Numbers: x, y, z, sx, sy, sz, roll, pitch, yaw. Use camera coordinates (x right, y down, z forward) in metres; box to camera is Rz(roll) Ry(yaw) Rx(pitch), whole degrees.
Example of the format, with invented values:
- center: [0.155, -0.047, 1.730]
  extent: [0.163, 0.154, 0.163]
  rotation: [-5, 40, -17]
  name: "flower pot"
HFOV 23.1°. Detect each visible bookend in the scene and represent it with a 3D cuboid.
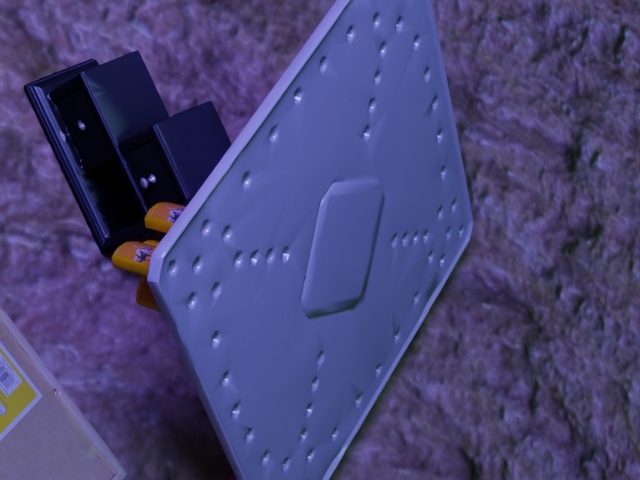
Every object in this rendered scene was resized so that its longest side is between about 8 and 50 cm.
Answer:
- center: [-0.147, -0.085, 1.271]
  extent: [0.072, 0.157, 0.156]
  rotation: [-28, 96, -37]
  name: "bookend"

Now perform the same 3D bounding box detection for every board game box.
- center: [0.000, 0.000, 1.291]
  extent: [0.390, 0.050, 0.390]
  rotation: [-57, 149, -30]
  name: "board game box"

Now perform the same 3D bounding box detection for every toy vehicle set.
- center: [-0.273, 0.128, 1.177]
  extent: [0.267, 0.035, 0.166]
  rotation: [55, 38, -11]
  name: "toy vehicle set"
